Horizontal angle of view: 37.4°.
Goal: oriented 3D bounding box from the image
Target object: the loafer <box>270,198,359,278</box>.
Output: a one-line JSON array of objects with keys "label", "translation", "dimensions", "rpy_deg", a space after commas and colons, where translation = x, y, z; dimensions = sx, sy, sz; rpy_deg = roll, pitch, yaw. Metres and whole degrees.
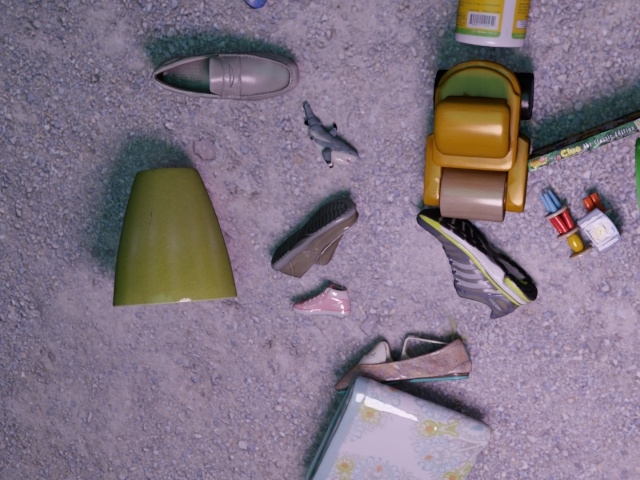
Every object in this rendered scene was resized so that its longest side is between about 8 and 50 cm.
[{"label": "loafer", "translation": [0.000, 0.000, 2.086], "dimensions": [0.087, 0.094, 0.251], "rpy_deg": [39, 124, -23]}]

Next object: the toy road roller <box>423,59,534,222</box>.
[{"label": "toy road roller", "translation": [0.301, -0.186, 1.851], "dimensions": [0.203, 0.240, 0.329], "rpy_deg": [6, 106, 16]}]

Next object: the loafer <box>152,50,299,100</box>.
[{"label": "loafer", "translation": [-0.205, -0.349, 2.027], "dimensions": [0.320, 0.111, 0.112], "rpy_deg": [0, 105, 17]}]

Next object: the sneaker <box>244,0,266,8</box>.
[{"label": "sneaker", "translation": [-0.044, -0.598, 1.901], "dimensions": [0.147, 0.130, 0.330], "rpy_deg": [41, 112, 5]}]

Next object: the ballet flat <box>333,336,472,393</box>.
[{"label": "ballet flat", "translation": [0.178, 0.272, 2.105], "dimensions": [0.316, 0.107, 0.106], "rpy_deg": [-10, 82, 14]}]

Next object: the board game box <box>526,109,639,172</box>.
[{"label": "board game box", "translation": [0.532, -0.200, 1.836], "dimensions": [0.260, 0.136, 0.030], "rpy_deg": [-21, 95, 20]}]

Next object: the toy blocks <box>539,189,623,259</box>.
[{"label": "toy blocks", "translation": [0.525, -0.051, 1.923], "dimensions": [0.123, 0.054, 0.148], "rpy_deg": [-31, 94, 23]}]

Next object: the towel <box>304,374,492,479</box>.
[{"label": "towel", "translation": [0.161, 0.493, 2.115], "dimensions": [0.321, 0.090, 0.374], "rpy_deg": [19, 121, -5]}]

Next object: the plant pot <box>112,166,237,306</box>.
[{"label": "plant pot", "translation": [-0.330, -0.009, 2.100], "dimensions": [0.275, 0.275, 0.293], "rpy_deg": [-4, 88, 18]}]

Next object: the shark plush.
[{"label": "shark plush", "translation": [0.014, -0.225, 2.045], "dimensions": [0.067, 0.073, 0.161], "rpy_deg": [-35, 72, 3]}]

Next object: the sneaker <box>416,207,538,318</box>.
[{"label": "sneaker", "translation": [0.308, 0.053, 1.991], "dimensions": [0.300, 0.111, 0.121], "rpy_deg": [43, 116, 4]}]

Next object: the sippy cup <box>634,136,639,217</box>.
[{"label": "sippy cup", "translation": [0.712, -0.091, 1.747], "dimensions": [0.224, 0.240, 0.305], "rpy_deg": [-7, 99, 23]}]

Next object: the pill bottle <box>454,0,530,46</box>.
[{"label": "pill bottle", "translation": [0.338, -0.500, 1.809], "dimensions": [0.137, 0.136, 0.245], "rpy_deg": [9, 107, 14]}]

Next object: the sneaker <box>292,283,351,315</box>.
[{"label": "sneaker", "translation": [0.002, 0.130, 2.133], "dimensions": [0.134, 0.051, 0.070], "rpy_deg": [2, 104, 13]}]

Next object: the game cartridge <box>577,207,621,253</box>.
[{"label": "game cartridge", "translation": [0.558, -0.022, 1.883], "dimensions": [0.056, 0.017, 0.083], "rpy_deg": [-39, 90, 17]}]
